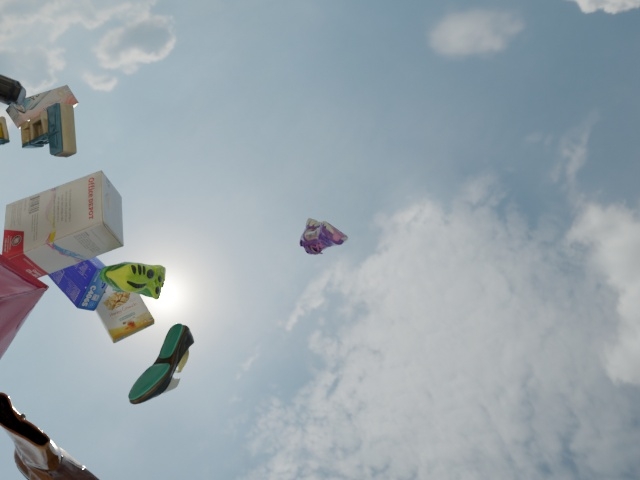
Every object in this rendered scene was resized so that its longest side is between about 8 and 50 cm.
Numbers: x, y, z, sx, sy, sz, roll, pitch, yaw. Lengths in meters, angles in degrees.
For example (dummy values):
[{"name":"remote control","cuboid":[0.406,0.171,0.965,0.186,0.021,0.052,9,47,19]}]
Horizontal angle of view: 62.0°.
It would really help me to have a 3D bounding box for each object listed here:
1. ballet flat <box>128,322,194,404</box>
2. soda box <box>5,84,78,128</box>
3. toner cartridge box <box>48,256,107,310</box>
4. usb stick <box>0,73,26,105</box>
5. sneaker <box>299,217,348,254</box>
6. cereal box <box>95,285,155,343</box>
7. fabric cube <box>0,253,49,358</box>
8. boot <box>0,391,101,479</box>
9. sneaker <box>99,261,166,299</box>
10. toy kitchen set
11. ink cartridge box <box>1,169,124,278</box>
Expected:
[{"name":"ballet flat","cuboid":[-0.427,0.359,1.496,0.095,0.096,0.280,-10,-145,29]},{"name":"soda box","cuboid":[-0.792,-0.384,1.523,0.058,0.063,0.183,-19,-163,40]},{"name":"toner cartridge box","cuboid":[-0.933,0.115,2.034,0.347,0.075,0.165,30,-87,38]},{"name":"usb stick","cuboid":[-0.615,-0.280,0.832,0.077,0.277,0.045,12,-97,69]},{"name":"sneaker","cuboid":[0.000,0.000,1.606,0.105,0.095,0.236,-56,-160,-8]},{"name":"cereal box","cuboid":[-0.787,0.264,2.096,0.173,0.047,0.240,-26,-112,-31]},{"name":"fabric cube","cuboid":[-0.570,0.109,0.668,0.254,0.259,0.258,35,-90,-1]},{"name":"boot","cuboid":[-0.482,0.418,0.995,0.264,0.281,0.096,35,-132,17]},{"name":"sneaker","cuboid":[-0.548,0.109,1.583,0.123,0.295,0.110,11,-101,9]},{"name":"toy kitchen set","cuboid":[-0.725,-0.257,1.293,0.207,0.166,0.122,-9,-95,38]},{"name":"ink cartridge box","cuboid":[-0.749,-0.044,1.560,0.306,0.131,0.226,-19,-127,-1]}]
